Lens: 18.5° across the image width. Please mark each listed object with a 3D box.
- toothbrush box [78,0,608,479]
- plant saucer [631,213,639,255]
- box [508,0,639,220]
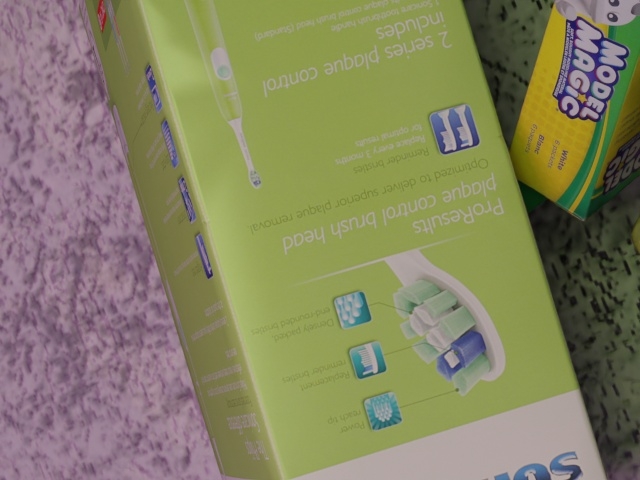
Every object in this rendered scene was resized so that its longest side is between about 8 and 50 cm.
[{"bbox_3d":[0.000,0.000,0.788,0.206,0.122,0.283,143,112,-79],"label":"toothbrush box"},{"bbox_3d":[0.226,-0.023,0.691,0.188,0.045,0.188,41,124,29],"label":"plant saucer"},{"bbox_3d":[0.122,-0.085,0.707,0.043,0.105,0.179,36,140,20],"label":"box"}]
